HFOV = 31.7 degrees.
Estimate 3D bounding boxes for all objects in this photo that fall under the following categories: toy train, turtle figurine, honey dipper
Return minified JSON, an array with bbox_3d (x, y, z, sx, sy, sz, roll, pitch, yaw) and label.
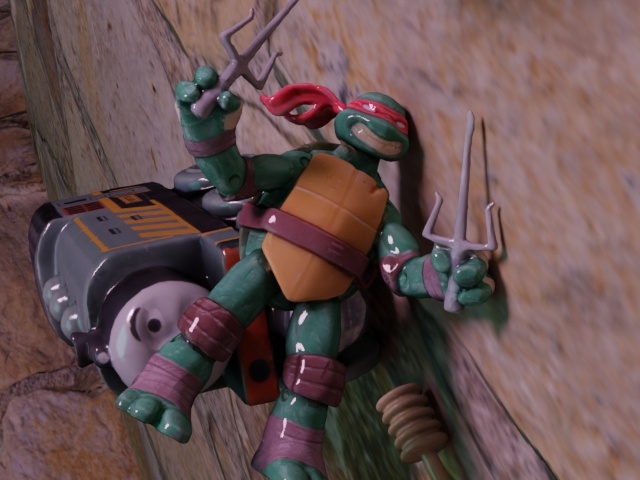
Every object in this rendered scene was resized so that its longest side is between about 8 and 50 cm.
[{"bbox_3d":[-0.089,0.026,0.759,0.334,0.190,0.142,-151,49,-67],"label":"toy train"},{"bbox_3d":[0.000,0.000,0.563,0.118,0.175,0.234,71,-137,-81],"label":"turtle figurine"},{"bbox_3d":[0.077,0.152,0.612,0.030,0.030,0.160,104,144,-56],"label":"honey dipper"}]
